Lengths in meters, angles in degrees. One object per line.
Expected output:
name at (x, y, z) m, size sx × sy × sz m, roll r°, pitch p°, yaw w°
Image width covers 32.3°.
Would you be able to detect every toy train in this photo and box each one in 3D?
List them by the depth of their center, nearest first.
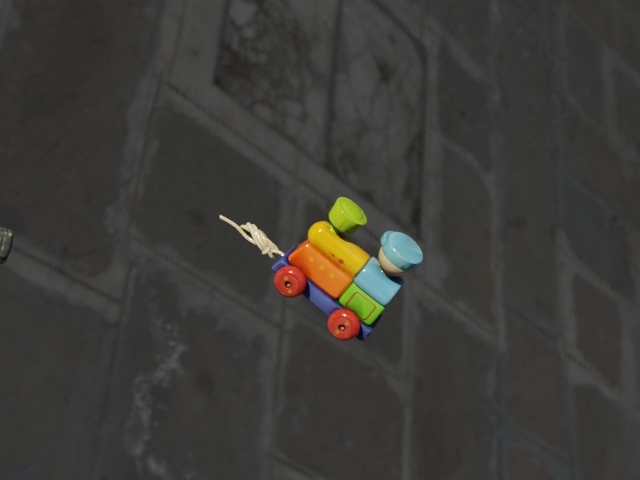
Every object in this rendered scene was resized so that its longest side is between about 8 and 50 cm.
toy train at (0.000, 0.000, 1.403) m, size 0.248 × 0.143 × 0.105 m, roll 39°, pitch 27°, yaw 2°

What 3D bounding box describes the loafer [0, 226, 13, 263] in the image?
loafer at (-0.468, 0.002, 1.488) m, size 0.061 × 0.170 × 0.062 m, roll 17°, pitch 74°, yaw -30°
